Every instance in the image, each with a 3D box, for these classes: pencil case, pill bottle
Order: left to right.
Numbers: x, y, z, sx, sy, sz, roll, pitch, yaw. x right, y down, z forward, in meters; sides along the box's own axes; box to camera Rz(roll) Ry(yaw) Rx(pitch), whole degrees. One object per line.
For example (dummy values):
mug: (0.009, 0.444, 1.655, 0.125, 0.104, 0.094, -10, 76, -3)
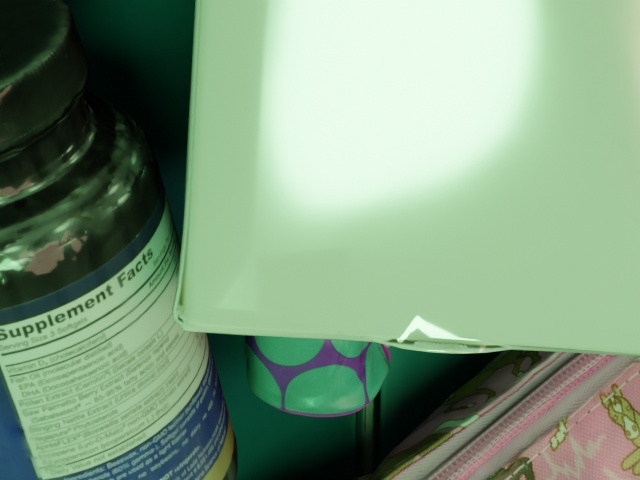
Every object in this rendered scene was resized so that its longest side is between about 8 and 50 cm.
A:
pill bottle: (-0.112, 0.018, 0.711, 0.123, 0.123, 0.219, -31, 128, -23)
pencil case: (0.000, 0.000, 0.833, 0.070, 0.064, 0.151, -9, 119, -18)
pencil case: (0.124, 0.111, 0.932, 0.386, 0.167, 0.160, -35, 99, -20)

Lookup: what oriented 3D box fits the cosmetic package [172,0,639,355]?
cosmetic package: (0.056, -0.154, 0.660, 0.197, 0.155, 0.365, 5, 108, -2)
